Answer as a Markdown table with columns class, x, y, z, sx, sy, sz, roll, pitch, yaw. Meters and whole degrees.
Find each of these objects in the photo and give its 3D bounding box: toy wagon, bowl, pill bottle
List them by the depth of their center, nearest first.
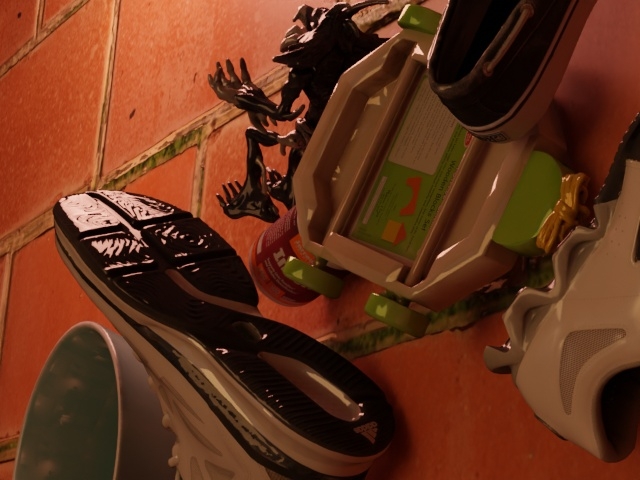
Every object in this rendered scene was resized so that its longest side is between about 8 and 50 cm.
| class | x | y | z | sx | sy | sz | roll | pitch | yaw |
| --- | --- | --- | --- | --- | --- | --- | --- | --- | --- |
| toy wagon | 0.107 | -0.051 | 1.456 | 0.344 | 0.068 | 0.267 | 24 | 89 | 49 |
| pill bottle | 0.000 | 0.000 | 1.668 | 0.152 | 0.086 | 0.086 | -39 | 46 | 50 |
| bowl | -0.207 | 0.255 | 1.866 | 0.311 | 0.163 | 0.311 | -35 | 49 | 52 |

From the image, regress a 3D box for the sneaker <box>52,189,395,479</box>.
| class | x | y | z | sx | sy | sz | roll | pitch | yaw |
| --- | --- | --- | --- | --- | --- | --- | --- | --- | --- |
| sneaker | -0.139 | 0.155 | 1.670 | 0.447 | 0.169 | 0.257 | 41 | 124 | 32 |

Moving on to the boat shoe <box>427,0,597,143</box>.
| class | x | y | z | sx | sy | sz | roll | pitch | yaw |
| --- | --- | --- | --- | --- | --- | --- | --- | --- | --- |
| boat shoe | 0.163 | -0.233 | 1.371 | 0.113 | 0.105 | 0.306 | 17 | 76 | 43 |

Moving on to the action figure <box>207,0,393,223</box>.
| class | x | y | z | sx | sy | sz | roll | pitch | yaw |
| --- | --- | --- | --- | --- | --- | --- | --- | --- | --- |
| action figure | -0.028 | -0.147 | 1.705 | 0.141 | 0.164 | 0.275 | 43 | 130 | 26 |

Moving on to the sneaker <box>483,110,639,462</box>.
| class | x | y | z | sx | sy | sz | roll | pitch | yaw |
| --- | --- | --- | --- | --- | --- | --- | --- | --- | --- |
| sneaker | 0.254 | 0.011 | 1.182 | 0.146 | 0.122 | 0.330 | 49 | 123 | 36 |
